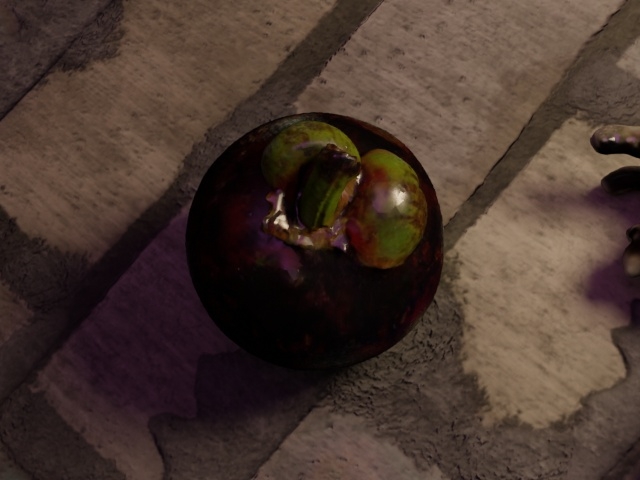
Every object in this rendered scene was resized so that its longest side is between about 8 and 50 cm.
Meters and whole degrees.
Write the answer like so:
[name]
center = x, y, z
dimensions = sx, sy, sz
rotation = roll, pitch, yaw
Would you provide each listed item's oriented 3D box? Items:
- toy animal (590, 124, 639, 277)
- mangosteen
[toy animal]
center = 0.499, -0.036, 1.402
dimensions = 0.344, 0.194, 0.303
rotation = -26, 58, 10
[mangosteen]
center = 0.000, 0.000, 1.441
dimensions = 0.306, 0.359, 0.306
rotation = 0, 88, -9
